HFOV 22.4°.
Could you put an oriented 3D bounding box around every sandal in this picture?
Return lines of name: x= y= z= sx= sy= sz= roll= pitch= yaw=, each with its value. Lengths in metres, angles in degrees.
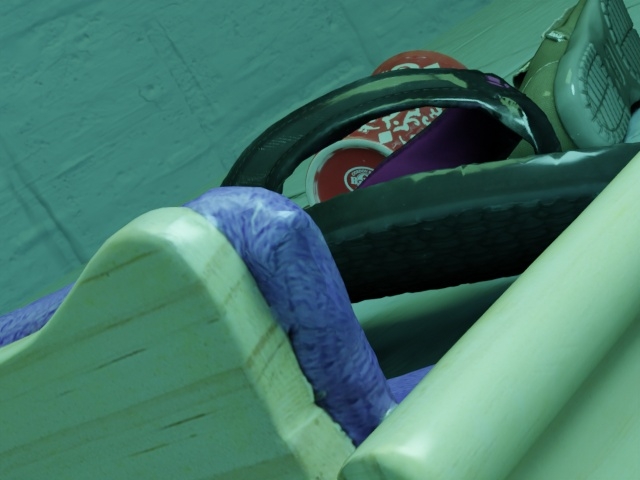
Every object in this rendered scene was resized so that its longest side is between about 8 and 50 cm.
sandal: x=0.011 y=-0.024 z=0.879 sx=0.167 sy=0.107 sz=0.446 roll=0 pitch=-9 yaw=-39

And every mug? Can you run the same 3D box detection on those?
mug: x=0.072 y=-0.077 z=1.255 sx=0.150 sy=0.113 sz=0.169 roll=-28 pitch=11 yaw=31

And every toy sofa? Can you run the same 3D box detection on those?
toy sofa: x=-0.045 y=0.077 z=0.487 sx=0.362 sy=0.177 sz=0.150 roll=-24 pitch=11 yaw=46

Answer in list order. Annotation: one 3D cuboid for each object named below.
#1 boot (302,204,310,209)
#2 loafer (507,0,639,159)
boot: x=0.000 y=0.000 z=1.308 sx=0.118 sy=0.042 sz=0.087 roll=-36 pitch=16 yaw=-25
loafer: x=0.179 y=-0.119 z=1.165 sx=0.087 sy=0.094 sz=0.251 roll=-22 pitch=11 yaw=26
